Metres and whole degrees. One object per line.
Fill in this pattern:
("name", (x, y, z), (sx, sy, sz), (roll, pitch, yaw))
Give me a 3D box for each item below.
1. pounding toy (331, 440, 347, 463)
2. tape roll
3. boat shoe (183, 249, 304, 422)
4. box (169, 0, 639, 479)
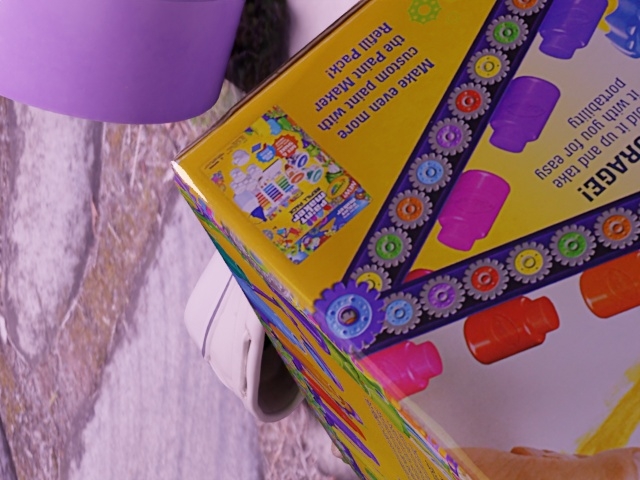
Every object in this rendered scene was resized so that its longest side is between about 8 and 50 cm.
("pounding toy", (0.098, 0.010, 0.745), (0.183, 0.110, 0.237), (-84, 16, -84))
("tape roll", (-0.142, -0.147, 0.980), (0.189, 0.189, 0.080), (42, 124, 42))
("boat shoe", (0.000, 0.000, 0.886), (0.088, 0.096, 0.267), (56, 134, 28))
("box", (0.140, 0.075, 0.487), (0.279, 0.177, 0.290), (46, 171, 28))
